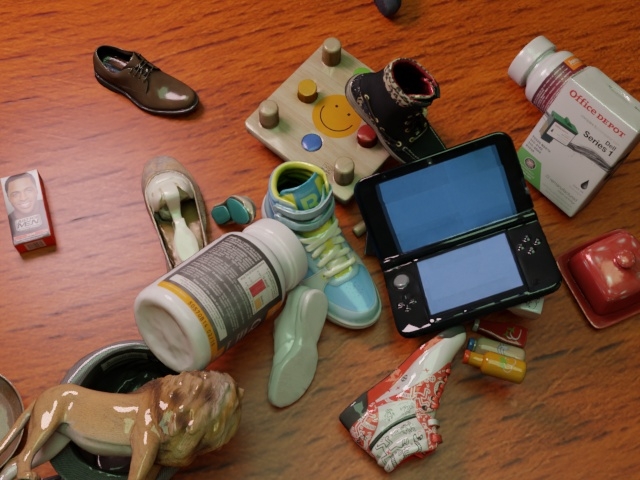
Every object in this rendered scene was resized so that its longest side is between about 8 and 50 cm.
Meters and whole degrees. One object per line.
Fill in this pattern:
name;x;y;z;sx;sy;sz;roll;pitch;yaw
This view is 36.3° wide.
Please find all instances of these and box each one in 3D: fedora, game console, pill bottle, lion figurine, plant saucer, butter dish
fedora;-0.315;0.301;1.602;0.244;0.124;0.275;15;61;3
game console;0.230;-0.009;1.670;0.293;0.173;0.250;-19;45;9
pill bottle;0.474;-0.285;1.873;0.121;0.121;0.221;-39;74;-16
lion figurine;-0.322;0.280;1.465;0.392;0.142;0.240;9;54;4
plant saucer;-0.593;0.312;1.639;0.199;0.036;0.198;0;66;-1
pill bottle;-0.157;0.084;1.608;0.162;0.162;0.278;42;51;15
butter dish;0.528;0.051;1.734;0.160;0.118;0.159;-22;69;-10

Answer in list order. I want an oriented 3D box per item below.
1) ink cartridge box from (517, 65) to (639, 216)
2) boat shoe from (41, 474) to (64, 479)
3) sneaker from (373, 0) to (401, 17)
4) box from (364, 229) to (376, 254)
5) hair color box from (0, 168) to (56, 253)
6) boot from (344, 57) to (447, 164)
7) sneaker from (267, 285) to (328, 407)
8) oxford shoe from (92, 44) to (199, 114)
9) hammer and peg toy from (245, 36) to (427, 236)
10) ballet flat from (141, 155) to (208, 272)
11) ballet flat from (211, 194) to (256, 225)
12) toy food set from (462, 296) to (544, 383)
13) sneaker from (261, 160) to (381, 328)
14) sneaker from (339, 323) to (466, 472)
ink cartridge box;0.472;-0.180;1.770;0.160;0.219;0.093;43;43;16
boat shoe;-0.373;0.512;1.512;0.119;0.121;0.335;-23;67;-6
sneaker;0.143;-0.608;2.007;0.131;0.112;0.319;-12;69;-3
box;0.164;-0.025;1.767;0.162;0.029;0.116;5;112;-1
hair color box;-0.537;-0.054;1.791;0.072;0.043;0.141;-16;68;-7
boot;0.161;-0.211;1.678;0.236;0.178;0.085;43;72;-13
sneaker;-0.055;0.182;1.695;0.094;0.080;0.212;12;82;45
oxford shoe;-0.341;-0.310;1.878;0.227;0.096;0.082;22;66;6
hammer and peg toy;0.068;-0.191;1.818;0.361;0.127;0.266;39;71;14
ballet flat;-0.253;-0.037;1.757;0.108;0.106;0.316;-19;69;-8
ballet flat;-0.146;-0.059;1.747;0.052;0.168;0.057;-27;103;-26
toy food set;0.318;0.133;1.696;0.105;0.111;0.232;16;70;5
sneaker;0.000;0.000;1.692;0.127;0.208;0.319;-33;72;-17
sneaker;0.177;0.272;1.648;0.270;0.090;0.145;-37;74;-12
